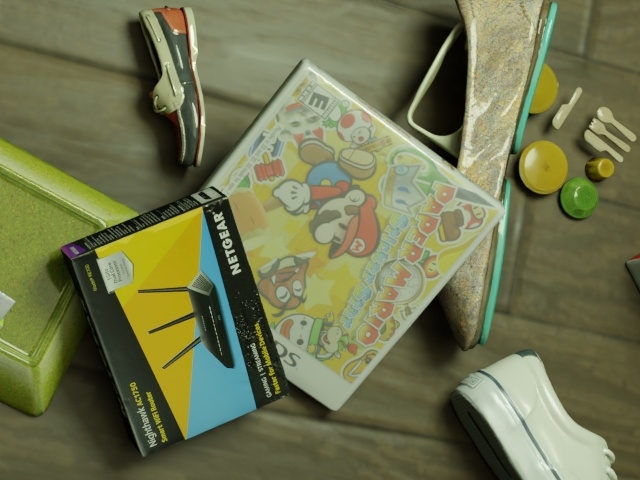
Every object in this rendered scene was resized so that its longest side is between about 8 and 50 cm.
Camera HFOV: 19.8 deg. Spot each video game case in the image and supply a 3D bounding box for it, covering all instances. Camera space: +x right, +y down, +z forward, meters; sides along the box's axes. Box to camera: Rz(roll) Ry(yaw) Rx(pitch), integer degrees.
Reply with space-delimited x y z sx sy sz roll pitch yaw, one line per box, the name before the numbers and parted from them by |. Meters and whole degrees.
video game case | 0.000 0.000 1.485 0.206 0.026 0.227 36 105 -13

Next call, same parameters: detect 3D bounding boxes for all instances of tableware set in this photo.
tableware set | 0.200 -0.094 1.631 0.154 0.024 0.104 36 77 -14

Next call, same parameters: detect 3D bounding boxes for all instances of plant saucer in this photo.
plant saucer | -0.255 0.016 1.440 0.188 0.045 0.188 29 76 -15

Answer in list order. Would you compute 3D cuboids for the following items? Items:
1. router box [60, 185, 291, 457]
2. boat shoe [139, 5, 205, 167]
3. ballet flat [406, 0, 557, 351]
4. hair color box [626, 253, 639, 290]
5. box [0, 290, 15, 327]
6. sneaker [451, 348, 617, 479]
router box | -0.112 0.064 1.449 0.133 0.046 0.179 -23 111 -14
boat shoe | -0.120 -0.125 1.503 0.043 0.049 0.137 -5 84 -17
ballet flat | 0.120 -0.067 1.560 0.106 0.107 0.316 12 85 2
hair color box | 0.345 0.039 1.590 0.053 0.167 0.093 -29 95 -20
box | -0.321 0.081 1.375 0.109 0.042 0.178 36 98 -13
sneaker | 0.216 0.211 1.564 0.091 0.094 0.258 -32 95 -16
